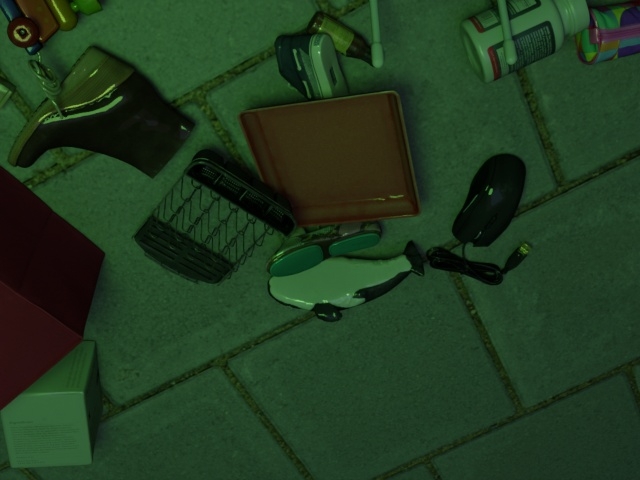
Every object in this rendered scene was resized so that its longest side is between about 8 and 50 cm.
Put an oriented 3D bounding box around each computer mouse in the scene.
[{"bbox_3d":[0.334,-0.021,1.369,0.184,0.060,0.262,21,115,-18],"label":"computer mouse"}]

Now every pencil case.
[{"bbox_3d":[0.535,-0.350,1.187,0.236,0.104,0.105,-12,121,0],"label":"pencil case"}]

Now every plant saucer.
[{"bbox_3d":[0.023,-0.136,1.213,0.258,0.048,0.259,-5,135,14],"label":"plant saucer"}]

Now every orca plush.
[{"bbox_3d":[0.047,0.069,1.387,0.287,0.102,0.151,-25,76,-5],"label":"orca plush"}]

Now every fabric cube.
[{"bbox_3d":[-0.543,0.083,1.190,0.254,0.258,0.259,-37,118,14],"label":"fabric cube"}]

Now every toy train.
[{"bbox_3d":[-0.378,-0.320,1.063,0.143,0.105,0.248,-29,111,-6],"label":"toy train"}]

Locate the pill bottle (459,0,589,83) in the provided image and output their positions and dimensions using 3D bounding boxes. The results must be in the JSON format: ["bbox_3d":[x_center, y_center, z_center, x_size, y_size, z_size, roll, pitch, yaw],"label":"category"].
[{"bbox_3d":[0.322,-0.333,1.160,0.180,0.108,0.108,-24,120,6],"label":"pill bottle"}]

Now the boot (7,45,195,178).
[{"bbox_3d":[-0.351,-0.159,1.173,0.207,0.090,0.248,40,104,-23],"label":"boot"}]

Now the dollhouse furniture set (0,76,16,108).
[{"bbox_3d":[-0.516,-0.292,1.067,0.181,0.101,0.161,34,110,-24],"label":"dollhouse furniture set"}]

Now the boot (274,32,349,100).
[{"bbox_3d":[-0.011,-0.253,1.193,0.086,0.069,0.190,9,139,25],"label":"boot"}]

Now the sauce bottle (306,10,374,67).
[{"bbox_3d":[0.040,-0.316,1.167,0.128,0.042,0.042,27,113,-19],"label":"sauce bottle"}]

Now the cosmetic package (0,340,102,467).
[{"bbox_3d":[-0.503,0.307,1.385,0.151,0.151,0.184,0,121,-9],"label":"cosmetic package"}]

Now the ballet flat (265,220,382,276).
[{"bbox_3d":[0.000,0.000,1.322,0.221,0.079,0.077,-19,145,-7],"label":"ballet flat"}]

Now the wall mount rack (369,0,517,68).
[{"bbox_3d":[0.176,-0.417,1.067,0.349,0.130,0.304,-3,114,-5],"label":"wall mount rack"}]

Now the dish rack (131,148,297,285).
[{"bbox_3d":[-0.193,-0.019,1.267,0.208,0.074,0.271,33,123,-22],"label":"dish rack"}]
